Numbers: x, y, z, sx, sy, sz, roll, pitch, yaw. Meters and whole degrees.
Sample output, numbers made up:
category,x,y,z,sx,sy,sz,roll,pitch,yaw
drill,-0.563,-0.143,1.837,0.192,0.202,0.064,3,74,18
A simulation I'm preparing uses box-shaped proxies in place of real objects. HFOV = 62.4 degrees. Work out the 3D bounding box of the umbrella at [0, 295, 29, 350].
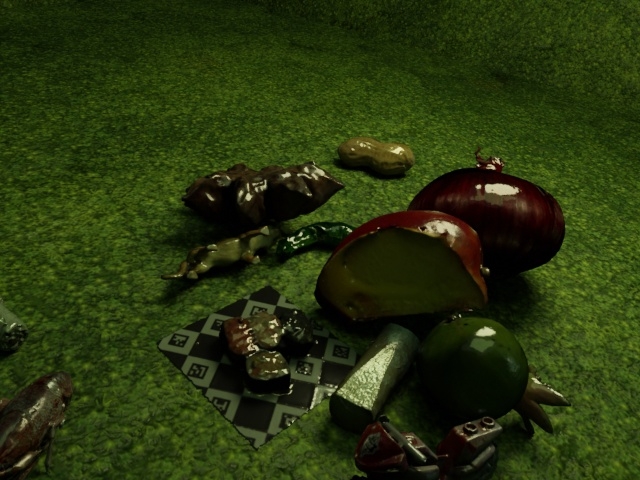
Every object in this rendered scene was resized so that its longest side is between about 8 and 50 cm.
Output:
category,x,y,z,sx,sy,sz,roll,pitch,yaw
umbrella,-0.459,0.100,0.724,0.144,0.067,0.062,32,81,20

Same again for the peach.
category,x,y,z,sx,sy,sz,roll,pitch,yaw
peach,0.120,0.036,0.823,0.268,0.158,0.154,-15,3,30

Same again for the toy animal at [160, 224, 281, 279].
category,x,y,z,sx,sy,sz,roll,pitch,yaw
toy animal,-0.158,0.023,0.897,0.241,0.056,0.099,-22,7,-29

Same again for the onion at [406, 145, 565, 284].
category,x,y,z,sx,sy,sz,roll,pitch,yaw
onion,0.292,-0.059,0.942,0.273,0.284,0.273,10,-10,2

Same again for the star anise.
category,x,y,z,sx,sy,sz,roll,pitch,yaw
star anise,-0.107,-0.095,1.014,0.316,0.108,0.315,-8,14,2

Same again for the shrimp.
category,x,y,z,sx,sy,sz,roll,pitch,yaw
shrimp,-0.330,0.216,0.573,0.075,0.073,0.190,3,29,0

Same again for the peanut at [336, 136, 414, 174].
category,x,y,z,sx,sy,sz,roll,pitch,yaw
peanut,0.135,-0.207,1.302,0.193,0.089,0.089,12,33,13

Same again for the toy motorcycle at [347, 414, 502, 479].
category,x,y,z,sx,sy,sz,roll,pitch,yaw
toy motorcycle,0.113,0.242,0.586,0.213,0.122,0.082,-8,23,-24

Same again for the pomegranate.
category,x,y,z,sx,sy,sz,roll,pitch,yaw
pomegranate,0.223,0.176,0.690,0.191,0.131,0.152,25,-3,0

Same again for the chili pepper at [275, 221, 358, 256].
category,x,y,z,sx,sy,sz,roll,pitch,yaw
chili pepper,-0.004,-0.004,0.991,0.182,0.050,0.073,-10,47,-21

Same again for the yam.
category,x,y,z,sx,sy,sz,roll,pitch,yaw
yam,0.077,0.179,0.717,0.068,0.068,0.169,24,35,22

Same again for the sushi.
category,x,y,z,sx,sy,sz,roll,pitch,yaw
sushi,-0.079,0.145,0.753,0.231,0.047,0.220,33,40,32
